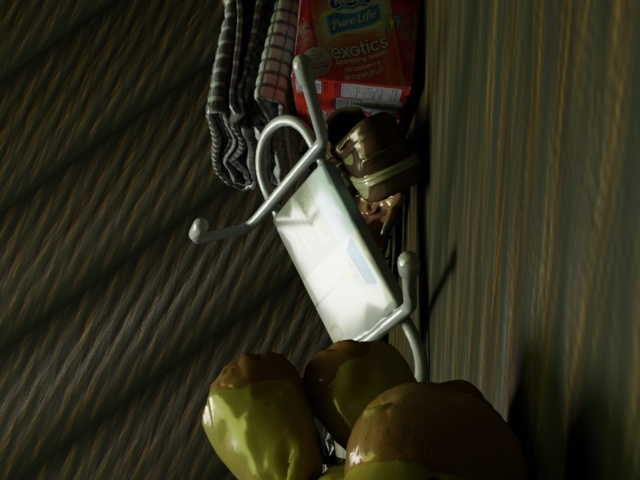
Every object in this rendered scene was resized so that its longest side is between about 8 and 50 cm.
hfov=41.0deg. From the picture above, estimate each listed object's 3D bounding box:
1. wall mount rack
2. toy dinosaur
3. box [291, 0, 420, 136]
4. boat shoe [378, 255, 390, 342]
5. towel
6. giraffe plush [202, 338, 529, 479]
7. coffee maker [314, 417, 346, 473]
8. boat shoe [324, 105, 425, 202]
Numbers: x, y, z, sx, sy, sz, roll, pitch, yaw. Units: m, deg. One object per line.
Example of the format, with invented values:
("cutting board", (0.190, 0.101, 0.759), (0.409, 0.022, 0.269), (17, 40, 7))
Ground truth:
("wall mount rack", (0.000, 0.000, 0.838), (0.304, 0.130, 0.350), (-48, 63, 45))
("toy dinosaur", (0.052, -0.004, 1.168), (0.200, 0.127, 0.296), (-99, 1, -45))
("box", (0.039, -0.202, 0.996), (0.257, 0.128, 0.123), (81, -164, -83))
("boat shoe", (0.059, 0.086, 1.388), (0.089, 0.109, 0.258), (-83, -4, -57))
("towel", (-0.082, -0.213, 1.118), (0.284, 0.121, 0.235), (88, -170, -73))
("giraffe plush", (0.028, 0.126, 0.362), (0.170, 0.181, 0.210), (107, 157, -64))
("coffee maker", (0.061, 0.246, 0.990), (0.171, 0.120, 0.178), (12, -102, -65))
("boat shoe", (0.047, -0.106, 0.945), (0.095, 0.095, 0.257), (63, 171, -10))
